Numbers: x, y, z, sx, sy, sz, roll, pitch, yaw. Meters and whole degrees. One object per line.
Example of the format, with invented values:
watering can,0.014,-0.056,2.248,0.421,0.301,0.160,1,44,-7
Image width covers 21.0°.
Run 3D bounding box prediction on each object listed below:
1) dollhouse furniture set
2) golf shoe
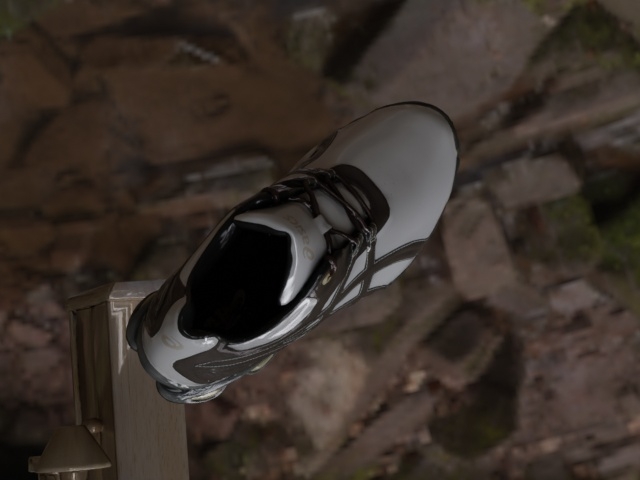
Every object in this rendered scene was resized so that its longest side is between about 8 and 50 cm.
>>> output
dollhouse furniture set,-0.272,0.121,1.064,0.355,0.174,0.303,-1,174,-22
golf shoe,0.000,0.000,0.800,0.198,0.077,0.094,-43,178,-18
